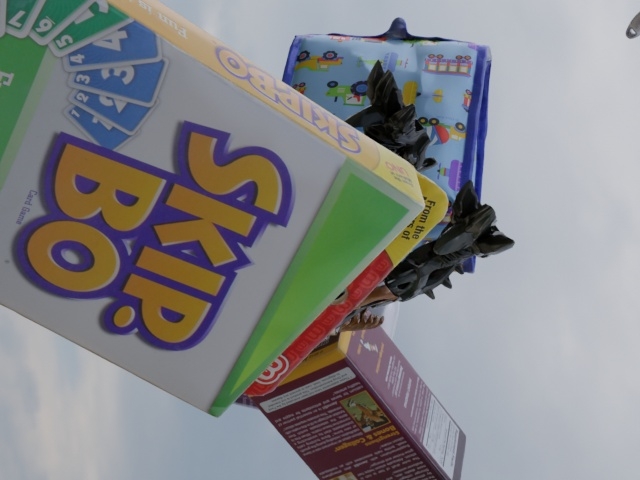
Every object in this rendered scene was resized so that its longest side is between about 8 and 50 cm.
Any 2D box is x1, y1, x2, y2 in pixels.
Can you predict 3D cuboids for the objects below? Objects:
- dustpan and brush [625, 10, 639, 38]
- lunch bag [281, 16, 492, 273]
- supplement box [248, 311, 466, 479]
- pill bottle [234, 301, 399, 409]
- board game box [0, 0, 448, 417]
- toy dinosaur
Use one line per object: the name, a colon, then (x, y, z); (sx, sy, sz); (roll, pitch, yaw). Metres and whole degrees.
dustpan and brush: (0.384, -0.277, 1.866); (0.147, 0.060, 0.211); (45, -45, 5)
lunch bag: (0.065, -0.124, 1.856); (0.138, 0.221, 0.293); (77, 18, -57)
supplement box: (0.033, 0.150, 1.491); (0.188, 0.104, 0.081); (52, 30, -25)
pill bottle: (-0.080, 0.099, 1.965); (0.181, 0.323, 0.181); (13, 90, -86)
board game box: (-0.083, -0.028, 0.603); (0.124, 0.259, 0.039); (-46, -148, 23)
toy dinosaur: (0.000, 0.000, 1.235); (0.164, 0.218, 0.322); (55, 0, 2)
